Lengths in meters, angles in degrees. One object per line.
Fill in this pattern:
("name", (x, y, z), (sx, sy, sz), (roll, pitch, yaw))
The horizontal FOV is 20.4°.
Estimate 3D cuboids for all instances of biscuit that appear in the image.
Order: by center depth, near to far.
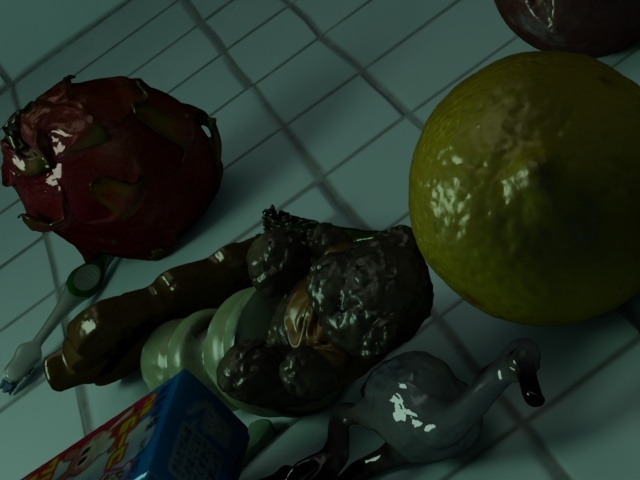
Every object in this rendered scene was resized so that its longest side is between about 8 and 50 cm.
("biscuit", (-0.153, 0.074, 1.865), (0.301, 0.043, 0.278), (-30, -12, -4))

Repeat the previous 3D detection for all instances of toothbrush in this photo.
("toothbrush", (-0.295, 0.045, 2.269), (0.418, 0.042, 0.040), (-59, -1, -43))

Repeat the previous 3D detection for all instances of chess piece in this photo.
("chess piece", (-0.090, 0.116, 1.717), (0.243, 0.133, 0.133), (-16, 28, 54))

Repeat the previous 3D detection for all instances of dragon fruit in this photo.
("dragon fruit", (-0.253, -0.088, 2.216), (0.250, 0.250, 0.315), (-33, -19, 7))

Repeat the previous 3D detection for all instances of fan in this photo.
("fan", (-0.111, 0.235, 1.637), (0.193, 0.016, 0.038), (-45, 21, -25))

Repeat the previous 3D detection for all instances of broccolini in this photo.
("broccolini", (0.009, 0.006, 1.916), (0.201, 0.058, 0.074), (10, 63, 41))

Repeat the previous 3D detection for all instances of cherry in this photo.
("cherry", (0.296, -0.321, 1.912), (0.261, 0.221, 0.307), (-26, 35, 45))

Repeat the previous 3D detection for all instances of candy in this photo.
("candy", (-0.213, 0.257, 1.588), (0.306, 0.100, 0.157), (-34, 21, 26))

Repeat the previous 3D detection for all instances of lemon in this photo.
("lemon", (0.182, -0.041, 1.460), (0.228, 0.228, 0.253), (-27, 3, 22))

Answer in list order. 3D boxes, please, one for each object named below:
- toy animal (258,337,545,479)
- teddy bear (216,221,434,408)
("toy animal", (0.084, 0.142, 1.429), (0.324, 0.090, 0.195), (-35, 20, 35))
("teddy bear", (0.017, 0.063, 1.537), (0.190, 0.140, 0.177), (-28, 40, 47))
